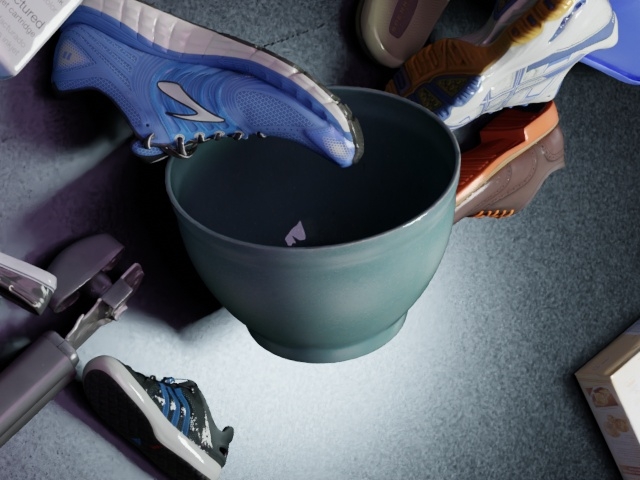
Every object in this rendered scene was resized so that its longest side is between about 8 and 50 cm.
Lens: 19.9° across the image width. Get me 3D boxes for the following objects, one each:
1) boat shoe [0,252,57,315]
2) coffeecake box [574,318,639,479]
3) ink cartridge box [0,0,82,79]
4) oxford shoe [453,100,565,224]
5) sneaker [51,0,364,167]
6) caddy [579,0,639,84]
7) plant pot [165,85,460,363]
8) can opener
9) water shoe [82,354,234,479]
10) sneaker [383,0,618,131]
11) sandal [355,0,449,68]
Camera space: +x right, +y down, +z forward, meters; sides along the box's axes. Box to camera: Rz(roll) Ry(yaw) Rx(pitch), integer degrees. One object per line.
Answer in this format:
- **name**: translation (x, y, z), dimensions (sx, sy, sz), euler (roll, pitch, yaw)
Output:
- **boat shoe**: translation (-0.321, 0.030, 1.735), dimensions (0.142, 0.049, 0.040), euler (21, 69, -12)
- **coffeecake box**: translation (0.413, 0.204, 2.237), dimensions (0.142, 0.068, 0.185), euler (-36, 109, -29)
- **ink cartridge box**: translation (-0.280, -0.323, 1.640), dimensions (0.226, 0.131, 0.306), euler (48, 66, -25)
- **oxford shoe**: translation (0.191, -0.057, 2.076), dimensions (0.271, 0.097, 0.098), euler (-37, 115, -29)
- **sneaker**: translation (-0.114, -0.132, 1.799), dimensions (0.330, 0.130, 0.147), euler (21, 91, 10)
- **caddy**: translation (0.336, -0.322, 2.126), dimensions (0.341, 0.179, 0.241), euler (18, 60, -41)
- **plant pot**: translation (0.000, 0.000, 1.858), dimensions (0.293, 0.293, 0.196), euler (-31, 133, -30)
- **can opener**: translation (-0.284, 0.107, 1.781), dimensions (0.095, 0.076, 0.283), euler (42, 64, 8)
- **water shoe**: translation (-0.165, 0.167, 1.852), dimensions (0.203, 0.073, 0.080), euler (52, 49, -34)
- **sneaker**: translation (0.195, -0.174, 1.994), dimensions (0.131, 0.296, 0.112), euler (35, 30, -42)
- **sandal**: translation (0.135, -0.330, 2.042), dimensions (0.120, 0.086, 0.302), euler (27, 75, -31)
